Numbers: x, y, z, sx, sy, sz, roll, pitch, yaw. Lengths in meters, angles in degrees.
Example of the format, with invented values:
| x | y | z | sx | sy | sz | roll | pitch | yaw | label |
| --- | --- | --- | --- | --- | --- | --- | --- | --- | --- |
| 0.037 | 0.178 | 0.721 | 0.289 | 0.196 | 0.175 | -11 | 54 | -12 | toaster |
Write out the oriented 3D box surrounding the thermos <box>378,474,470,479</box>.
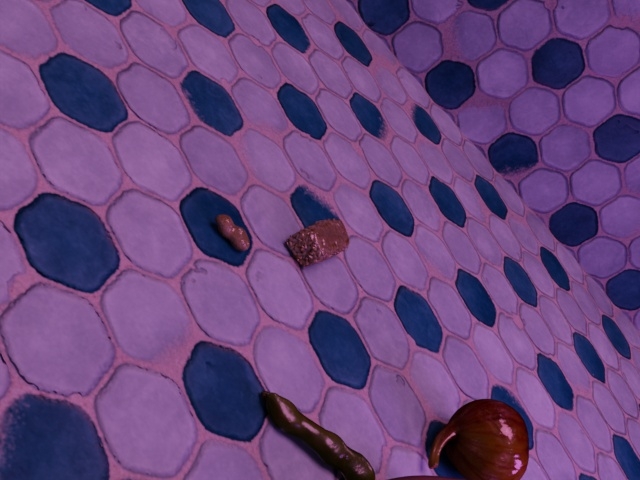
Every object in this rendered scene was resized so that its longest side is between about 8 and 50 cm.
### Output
| x | y | z | sx | sy | sz | roll | pitch | yaw | label |
| --- | --- | --- | --- | --- | --- | --- | --- | --- | --- |
| 0.154 | 0.450 | 1.350 | 0.265 | 0.176 | 0.146 | 20 | 80 | -38 | thermos |

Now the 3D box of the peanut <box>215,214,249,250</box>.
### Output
| x | y | z | sx | sy | sz | roll | pitch | yaw | label |
| --- | --- | --- | --- | --- | --- | --- | --- | --- | --- |
| -0.162 | -0.014 | 1.531 | 0.083 | 0.037 | 0.037 | 44 | 30 | -21 | peanut |

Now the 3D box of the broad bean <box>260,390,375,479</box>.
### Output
| x | y | z | sx | sy | sz | roll | pitch | yaw | label |
| --- | --- | --- | --- | --- | --- | --- | --- | --- | --- |
| 0.000 | 0.331 | 1.375 | 0.256 | 0.052 | 0.053 | 41 | -10 | -15 | broad bean |

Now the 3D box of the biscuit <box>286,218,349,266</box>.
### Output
| x | y | z | sx | sy | sz | roll | pitch | yaw | label |
| --- | --- | --- | --- | --- | --- | --- | --- | --- | --- |
| 0.000 | 0.000 | 1.713 | 0.082 | 0.070 | 0.168 | 64 | 28 | 2 | biscuit |

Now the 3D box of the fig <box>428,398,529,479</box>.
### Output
| x | y | z | sx | sy | sz | roll | pitch | yaw | label |
| --- | --- | --- | --- | --- | --- | --- | --- | --- | --- |
| 0.302 | 0.388 | 1.643 | 0.207 | 0.175 | 0.175 | 19 | 40 | -16 | fig |
